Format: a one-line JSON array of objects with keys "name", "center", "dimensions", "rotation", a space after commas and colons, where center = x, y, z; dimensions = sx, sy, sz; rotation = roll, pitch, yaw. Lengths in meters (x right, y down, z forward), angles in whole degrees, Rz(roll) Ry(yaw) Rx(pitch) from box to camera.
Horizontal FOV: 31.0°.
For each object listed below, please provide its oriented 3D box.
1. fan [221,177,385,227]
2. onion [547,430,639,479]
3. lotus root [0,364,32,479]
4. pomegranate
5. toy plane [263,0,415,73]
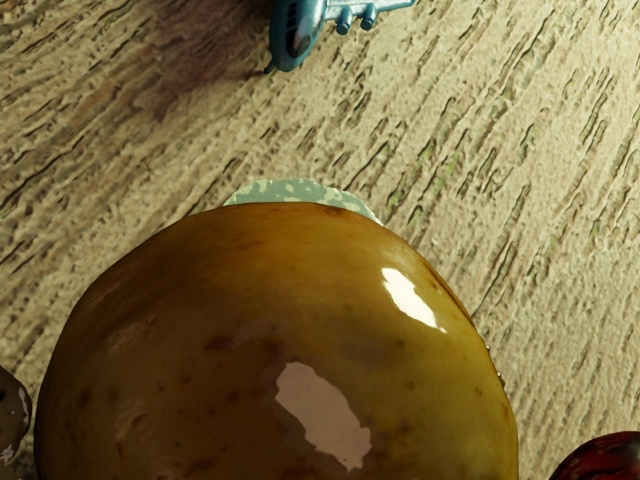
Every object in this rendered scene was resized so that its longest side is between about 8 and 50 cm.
[{"name": "fan", "center": [0.000, 0.000, 1.172], "dimensions": [0.240, 0.009, 0.131], "rotation": [17, 62, -22]}, {"name": "onion", "center": [0.296, 0.306, 1.090], "dimensions": [0.281, 0.281, 0.221], "rotation": [-68, 150, -31]}, {"name": "lotus root", "center": [-0.316, 0.172, 0.826], "dimensions": [0.199, 0.180, 0.188], "rotation": [44, 52, -13]}, {"name": "pomegranate", "center": [-0.056, 0.172, 0.881], "dimensions": [0.410, 0.410, 0.410], "rotation": [11, 65, -25]}, {"name": "toy plane", "center": [-0.016, -0.278, 1.224], "dimensions": [0.254, 0.105, 0.271], "rotation": [24, 61, -17]}]
